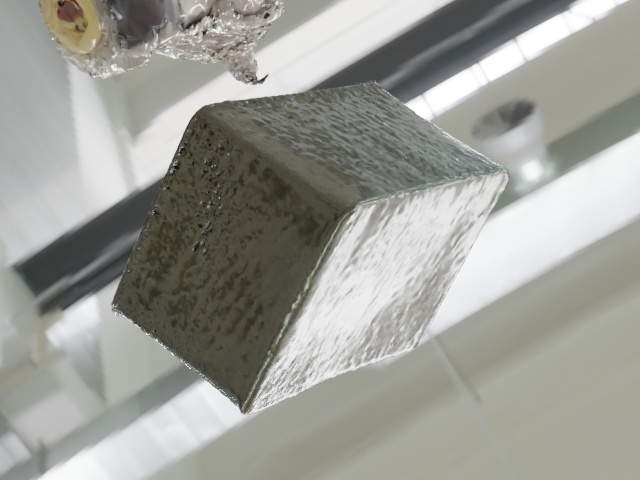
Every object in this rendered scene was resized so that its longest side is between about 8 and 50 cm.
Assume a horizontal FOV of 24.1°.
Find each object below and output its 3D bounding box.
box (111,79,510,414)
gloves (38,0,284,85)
[{"bbox_3d":[-0.002,-0.001,1.121,0.273,0.143,0.184,-16,137,-58],"label":"box"},{"bbox_3d":[-0.078,-0.133,0.750,0.094,0.110,0.144,-10,176,42],"label":"gloves"}]
